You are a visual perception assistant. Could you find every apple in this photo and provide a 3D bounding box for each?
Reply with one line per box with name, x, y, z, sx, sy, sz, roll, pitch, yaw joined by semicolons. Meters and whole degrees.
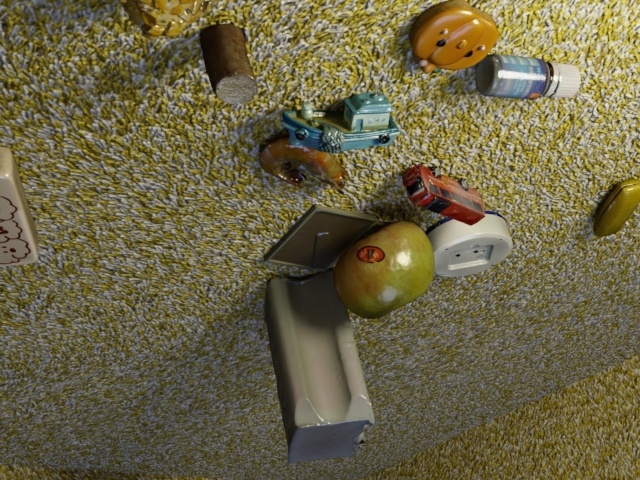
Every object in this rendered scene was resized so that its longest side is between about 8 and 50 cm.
apple;0.159;0.072;2.131;0.261;0.194;0.261;-31;178;-1

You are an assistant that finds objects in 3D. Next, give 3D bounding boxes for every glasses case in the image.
glasses case;-0.667;-0.059;1.762;0.144;0.076;0.336;-6;150;-10
glasses case;0.772;-0.083;2.262;0.079;0.064;0.234;-8;150;-9

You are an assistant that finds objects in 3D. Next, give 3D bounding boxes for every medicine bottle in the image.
medicine bottle;0.408;-0.318;1.705;0.203;0.083;0.083;-1;149;-22

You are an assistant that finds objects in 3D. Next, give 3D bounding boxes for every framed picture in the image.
framed picture;0.000;0.000;2.164;0.189;0.023;0.260;9;145;-32

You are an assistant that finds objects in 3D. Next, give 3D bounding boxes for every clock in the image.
clock;0.382;0.013;2.272;0.230;0.083;0.230;-10;149;-6

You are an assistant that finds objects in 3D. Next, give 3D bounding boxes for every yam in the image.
yam;-0.157;-0.302;1.481;0.084;0.127;0.084;-12;149;-7

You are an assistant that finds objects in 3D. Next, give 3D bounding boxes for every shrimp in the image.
shrimp;-0.026;-0.154;1.854;0.150;0.068;0.249;-19;147;37

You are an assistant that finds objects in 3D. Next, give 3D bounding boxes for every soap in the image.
soap;-0.016;0.343;2.348;0.213;0.435;0.350;-8;153;-8

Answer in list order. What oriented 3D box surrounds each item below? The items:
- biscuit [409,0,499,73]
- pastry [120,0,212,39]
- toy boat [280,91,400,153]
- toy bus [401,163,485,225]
biscuit;0.240;-0.361;1.599;0.170;0.050;0.170;-8;150;-5
pastry;-0.268;-0.404;1.285;0.154;0.102;0.250;-20;152;8
toy boat;0.037;-0.235;1.701;0.238;0.109;0.098;-6;130;-17
toy bus;0.287;-0.105;2.018;0.235;0.096;0.073;16;138;-42
